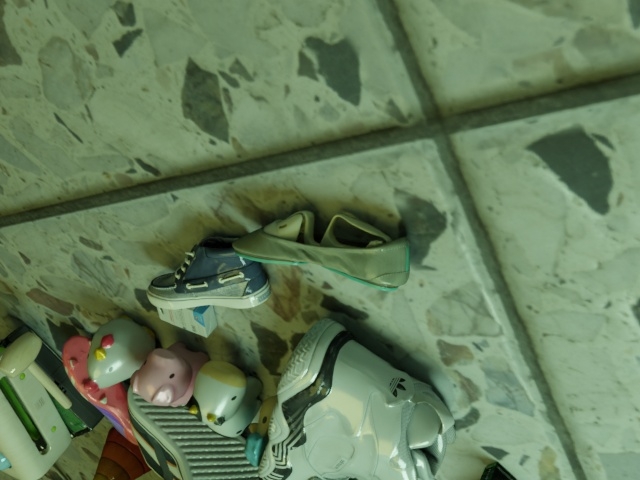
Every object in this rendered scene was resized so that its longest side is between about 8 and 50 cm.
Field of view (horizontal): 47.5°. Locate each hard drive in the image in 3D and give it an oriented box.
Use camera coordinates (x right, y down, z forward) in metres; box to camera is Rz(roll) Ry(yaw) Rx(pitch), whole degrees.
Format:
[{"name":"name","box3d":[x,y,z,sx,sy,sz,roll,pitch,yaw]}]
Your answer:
[{"name":"hard drive","box3d":[-0.585,0.308,1.466,0.237,0.064,0.339,48,138,-11]}]

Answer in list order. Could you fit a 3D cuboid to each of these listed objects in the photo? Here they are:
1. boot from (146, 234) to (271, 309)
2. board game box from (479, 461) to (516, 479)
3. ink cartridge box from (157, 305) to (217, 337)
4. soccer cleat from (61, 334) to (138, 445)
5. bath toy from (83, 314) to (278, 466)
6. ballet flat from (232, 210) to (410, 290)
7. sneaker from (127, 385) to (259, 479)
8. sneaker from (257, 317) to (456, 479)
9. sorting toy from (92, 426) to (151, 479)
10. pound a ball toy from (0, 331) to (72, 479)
[{"name":"boot","box3d":[-0.154,0.036,0.931,0.189,0.069,0.086,-4,117,27]},{"name":"board game box","box3d":[0.280,0.412,0.896,0.259,0.136,0.030,44,137,-5]},{"name":"ink cartridge box","box3d":[-0.191,0.100,1.032,0.083,0.028,0.048,17,134,22]},{"name":"soccer cleat","box3d":[-0.371,0.269,1.273,0.095,0.083,0.248,-16,118,48]},{"name":"bath toy","box3d":[-0.209,0.215,1.072,0.348,0.129,0.152,19,135,22]},{"name":"ballet flat","box3d":[0.000,0.000,0.795,0.213,0.072,0.068,12,105,26]},{"name":"sneaker","box3d":[-0.190,0.353,1.168,0.321,0.126,0.128,44,144,25]},{"name":"sneaker","box3d":[0.043,0.277,0.939,0.210,0.137,0.366,27,134,17]},{"name":"sorting toy","box3d":[-0.313,0.432,1.338,0.365,0.126,0.127,-12,118,42]},{"name":"pound a ball toy","box3d":[-0.553,0.298,1.287,0.208,0.136,0.319,11,132,28]}]
